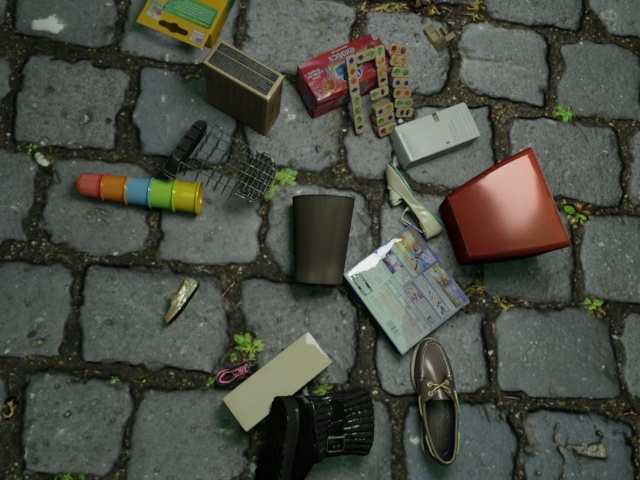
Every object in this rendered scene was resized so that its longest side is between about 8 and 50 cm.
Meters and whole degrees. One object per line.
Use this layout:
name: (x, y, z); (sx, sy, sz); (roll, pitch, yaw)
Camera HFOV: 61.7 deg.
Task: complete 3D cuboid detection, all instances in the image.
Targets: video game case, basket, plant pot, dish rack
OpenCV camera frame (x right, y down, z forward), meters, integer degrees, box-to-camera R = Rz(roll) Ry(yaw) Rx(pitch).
video game case: (0.231, 0.133, 1.474); (0.244, 0.061, 0.269); (-35, 85, -11)
basket: (0.000, 0.000, 1.422); (0.154, 0.204, 0.226); (5, 88, -31)
plant pot: (0.471, -0.060, 1.455); (0.236, 0.267, 0.267); (-18, 82, 3)
dish rack: (-0.257, -0.203, 1.436); (0.272, 0.074, 0.208); (27, 47, -8)

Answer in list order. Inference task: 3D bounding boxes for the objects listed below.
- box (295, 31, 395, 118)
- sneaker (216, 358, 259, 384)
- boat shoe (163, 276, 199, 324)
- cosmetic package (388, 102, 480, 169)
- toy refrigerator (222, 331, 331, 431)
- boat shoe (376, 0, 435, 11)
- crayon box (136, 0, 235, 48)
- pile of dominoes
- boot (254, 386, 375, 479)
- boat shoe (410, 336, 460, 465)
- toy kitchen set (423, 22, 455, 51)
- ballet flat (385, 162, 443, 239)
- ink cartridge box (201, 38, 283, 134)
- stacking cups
box: (0.067, -0.472, 1.535); (0.257, 0.128, 0.122); (-27, 84, -11)
sneaker: (-0.212, 0.342, 1.383); (0.119, 0.057, 0.047); (-22, 81, -12)
boat shoe: (-0.372, 0.157, 1.405); (0.045, 0.050, 0.135); (32, 67, 3)
cosmetic package: (0.330, -0.303, 1.559); (0.231, 0.085, 0.117); (-23, 82, -12)
toy refrigerator: (-0.109, 0.360, 1.376); (0.269, 0.094, 0.102); (-37, 80, -13)
boat shoe: (0.307, -0.765, 1.634); (0.356, 0.132, 0.130); (6, 88, 3)
crayon box: (-0.365, -0.704, 1.549); (0.203, 0.083, 0.322); (22, 77, -2)
pile of dominoes: (0.178, -0.418, 1.495); (0.196, 0.251, 0.040); (-24, 42, -13)
boot: (-0.008, 0.536, 1.337); (0.260, 0.131, 0.347); (6, 104, -31)
boat shoe: (0.308, 0.419, 1.411); (0.117, 0.097, 0.324); (0, 79, -7)
toy kitchen set: (0.374, -0.638, 1.630); (0.068, 0.075, 0.083); (-35, 89, -13)
ballet flat: (0.246, -0.104, 1.516); (0.086, 0.086, 0.248); (-39, 86, -12)
ink cartridge box: (-0.205, -0.402, 1.435); (0.193, 0.234, 0.088); (31, 77, -1)
stacking cups: (-0.477, -0.136, 1.422); (0.316, 0.096, 0.096); (9, 78, -5)
